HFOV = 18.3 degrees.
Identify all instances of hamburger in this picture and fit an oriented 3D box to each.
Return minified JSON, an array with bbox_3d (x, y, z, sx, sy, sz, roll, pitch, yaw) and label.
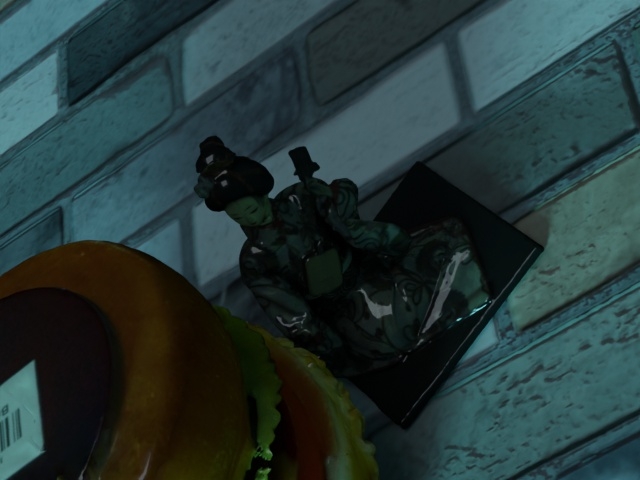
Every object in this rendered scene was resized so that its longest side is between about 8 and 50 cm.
[{"bbox_3d":[-0.127,0.181,1.260,0.330,0.250,0.330,-26,43,28],"label":"hamburger"}]

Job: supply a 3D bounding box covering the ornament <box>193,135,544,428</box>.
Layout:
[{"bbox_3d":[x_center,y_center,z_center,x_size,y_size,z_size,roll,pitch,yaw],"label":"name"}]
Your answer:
[{"bbox_3d":[0.000,0.000,1.307,0.166,0.196,0.153,-54,37,2],"label":"ornament"}]
